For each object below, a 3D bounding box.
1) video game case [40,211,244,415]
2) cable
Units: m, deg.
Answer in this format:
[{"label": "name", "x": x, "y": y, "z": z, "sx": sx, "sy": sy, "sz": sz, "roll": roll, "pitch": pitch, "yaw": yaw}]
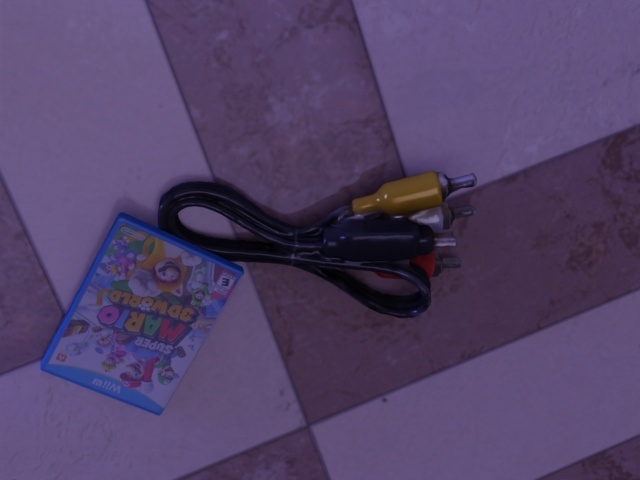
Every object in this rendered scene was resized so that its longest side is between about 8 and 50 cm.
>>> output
[{"label": "video game case", "x": -0.159, "y": 0.069, "z": 0.770, "sx": 0.119, "sy": 0.015, "sz": 0.166, "roll": 26, "pitch": 109, "yaw": -18}, {"label": "cable", "x": 0.000, "y": 0.000, "z": 0.796, "sx": 0.287, "sy": 0.072, "sz": 0.139, "roll": 2, "pitch": 122, "yaw": -1}]
